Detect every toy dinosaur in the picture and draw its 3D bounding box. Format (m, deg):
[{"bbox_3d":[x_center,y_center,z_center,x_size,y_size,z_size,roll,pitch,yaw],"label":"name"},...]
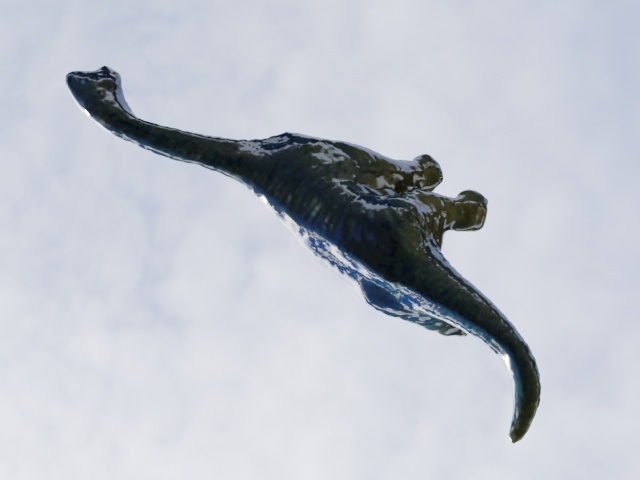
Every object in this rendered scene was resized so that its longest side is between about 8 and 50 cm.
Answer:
[{"bbox_3d":[0.000,0.000,0.714,0.188,0.248,0.075,-1,-43,-43],"label":"toy dinosaur"}]
